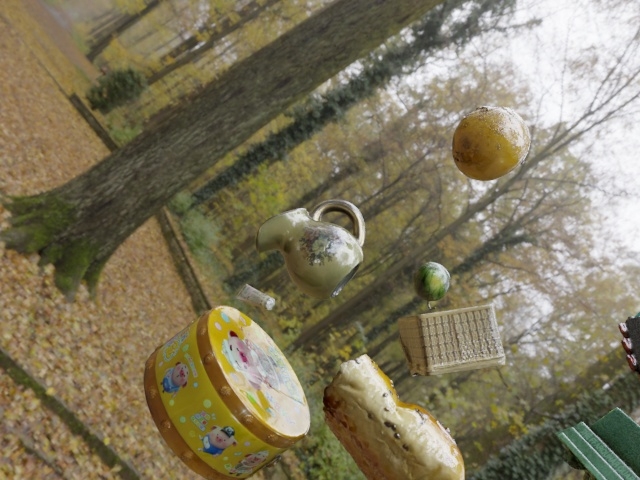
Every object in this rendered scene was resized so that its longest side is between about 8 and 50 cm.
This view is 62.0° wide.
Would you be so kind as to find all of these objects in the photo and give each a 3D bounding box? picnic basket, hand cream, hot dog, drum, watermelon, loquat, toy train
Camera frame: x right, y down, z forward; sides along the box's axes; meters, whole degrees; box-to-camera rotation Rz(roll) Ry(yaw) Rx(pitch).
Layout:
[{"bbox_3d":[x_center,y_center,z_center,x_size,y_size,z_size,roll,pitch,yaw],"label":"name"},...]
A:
[{"bbox_3d":[0.360,0.288,1.511,0.313,0.228,0.175,103,-21,-80],"label":"picnic basket"},{"bbox_3d":[-0.199,0.178,1.633,0.143,0.061,0.039,18,-25,37],"label":"hand cream"},{"bbox_3d":[0.183,0.486,1.255,0.365,0.196,0.367,50,-20,30],"label":"hot dog"},{"bbox_3d":[-0.230,0.392,1.385,0.431,0.214,0.431,50,9,-10],"label":"drum"},{"bbox_3d":[0.416,0.174,2.024,0.141,0.141,0.187,43,-48,55],"label":"watermelon"},{"bbox_3d":[0.517,-0.296,1.622,0.235,0.235,0.235,52,-8,10],"label":"loquat"},{"bbox_3d":[0.603,0.452,1.005,0.138,0.178,0.330,50,5,-16],"label":"toy train"},{"bbox_3d":[0.559,0.195,0.918,0.087,0.050,0.137,49,34,-20],"label":"toy train"}]

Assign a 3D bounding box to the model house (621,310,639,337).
[{"bbox_3d":[0.821,0.236,1.300,0.127,0.100,0.149,47,-8,12],"label":"model house"}]

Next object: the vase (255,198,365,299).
[{"bbox_3d":[0.000,0.000,1.702,0.302,0.329,0.240,40,-18,13],"label":"vase"}]
